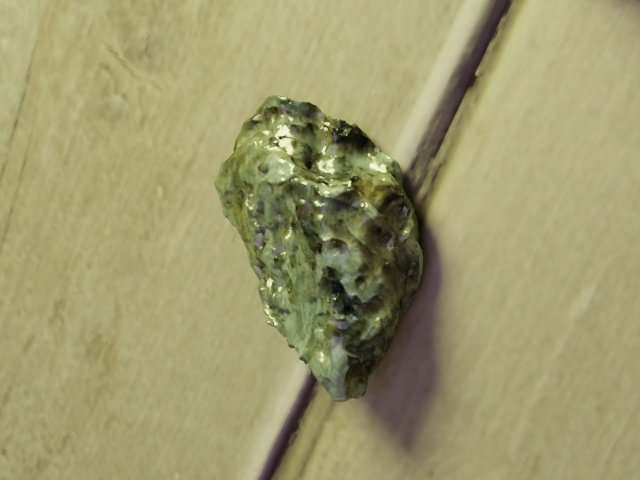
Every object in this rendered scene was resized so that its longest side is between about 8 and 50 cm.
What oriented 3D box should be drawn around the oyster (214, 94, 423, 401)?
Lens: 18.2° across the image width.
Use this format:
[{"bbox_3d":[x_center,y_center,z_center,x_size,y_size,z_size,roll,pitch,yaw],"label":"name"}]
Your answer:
[{"bbox_3d":[0.000,0.000,1.218,0.125,0.064,0.177,-46,73,31],"label":"oyster"}]
